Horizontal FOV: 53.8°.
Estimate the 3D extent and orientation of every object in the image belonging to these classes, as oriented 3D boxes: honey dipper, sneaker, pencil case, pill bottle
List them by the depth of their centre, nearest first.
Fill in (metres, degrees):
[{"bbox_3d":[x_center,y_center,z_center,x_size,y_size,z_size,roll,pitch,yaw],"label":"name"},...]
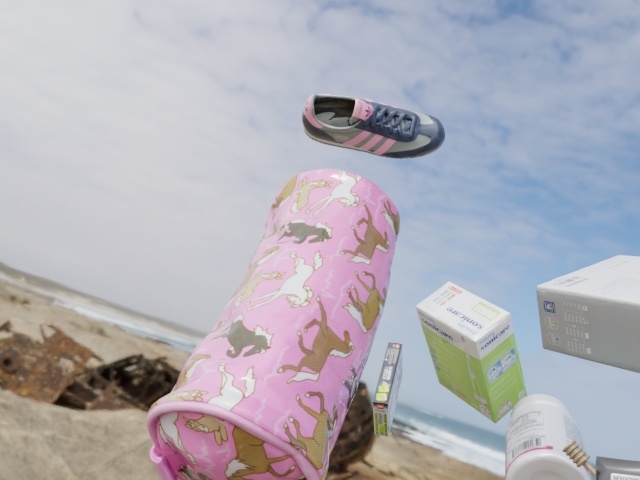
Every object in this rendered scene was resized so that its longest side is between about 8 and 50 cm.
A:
[{"bbox_3d":[-0.030,0.082,0.657,0.160,0.386,0.167,36,-50,-10],"label":"pencil case"},{"bbox_3d":[0.479,0.412,1.069,0.161,0.030,0.030,50,9,33],"label":"honey dipper"},{"bbox_3d":[0.469,0.444,1.321,0.160,0.160,0.283,15,17,13],"label":"pill bottle"},{"bbox_3d":[0.114,-0.250,1.357,0.319,0.112,0.131,5,-12,4],"label":"sneaker"}]

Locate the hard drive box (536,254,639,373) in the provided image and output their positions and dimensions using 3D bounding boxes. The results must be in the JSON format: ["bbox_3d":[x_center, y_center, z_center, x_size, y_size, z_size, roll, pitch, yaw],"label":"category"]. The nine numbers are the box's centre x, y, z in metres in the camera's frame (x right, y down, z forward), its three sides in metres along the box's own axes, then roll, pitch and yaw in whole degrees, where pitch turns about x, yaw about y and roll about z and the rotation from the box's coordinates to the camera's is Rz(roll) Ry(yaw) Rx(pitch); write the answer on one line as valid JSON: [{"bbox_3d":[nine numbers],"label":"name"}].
[{"bbox_3d":[0.415,0.087,0.761,0.181,0.089,0.232,-15,11,-29],"label":"hard drive box"}]

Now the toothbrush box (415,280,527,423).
[{"bbox_3d":[0.371,0.272,1.547,0.206,0.122,0.283,30,-32,53],"label":"toothbrush box"}]

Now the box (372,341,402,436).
[{"bbox_3d":[0.167,0.359,1.540,0.036,0.207,0.114,4,-57,15],"label":"box"}]

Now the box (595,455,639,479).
[{"bbox_3d":[0.424,0.317,0.662,0.242,0.076,0.307,-1,-32,25],"label":"box"}]
